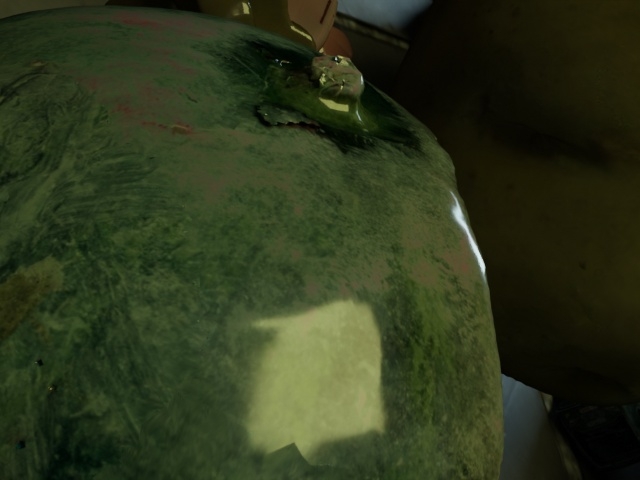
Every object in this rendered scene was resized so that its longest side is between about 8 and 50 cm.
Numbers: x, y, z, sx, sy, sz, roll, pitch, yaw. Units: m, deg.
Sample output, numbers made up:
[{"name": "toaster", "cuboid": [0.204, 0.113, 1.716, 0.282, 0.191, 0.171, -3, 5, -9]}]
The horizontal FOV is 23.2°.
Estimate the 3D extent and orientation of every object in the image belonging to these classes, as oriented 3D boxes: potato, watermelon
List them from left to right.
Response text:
[{"name": "watermelon", "cuboid": [-0.060, 0.000, 0.508, 0.188, 0.175, 0.322, 31, 15, -45]}, {"name": "potato", "cuboid": [0.161, -0.071, 0.833, 0.221, 0.243, 0.326, 32, 73, -31]}]

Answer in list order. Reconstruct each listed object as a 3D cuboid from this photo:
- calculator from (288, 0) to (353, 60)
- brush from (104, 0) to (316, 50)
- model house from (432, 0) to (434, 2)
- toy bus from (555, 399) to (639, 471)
[{"name": "calculator", "cuboid": [-0.033, -0.151, 0.850, 0.166, 0.024, 0.103, 47, 34, -22]}, {"name": "brush", "cuboid": [0.000, 0.000, 0.744, 0.301, 0.084, 0.071, 61, 35, -12]}, {"name": "model house", "cuboid": [0.178, -0.187, 1.032, 0.195, 0.214, 0.189, 51, 22, -17]}, {"name": "toy bus", "cuboid": [0.193, 0.081, 0.977, 0.065, 0.047, 0.166, 59, 31, -11]}]
